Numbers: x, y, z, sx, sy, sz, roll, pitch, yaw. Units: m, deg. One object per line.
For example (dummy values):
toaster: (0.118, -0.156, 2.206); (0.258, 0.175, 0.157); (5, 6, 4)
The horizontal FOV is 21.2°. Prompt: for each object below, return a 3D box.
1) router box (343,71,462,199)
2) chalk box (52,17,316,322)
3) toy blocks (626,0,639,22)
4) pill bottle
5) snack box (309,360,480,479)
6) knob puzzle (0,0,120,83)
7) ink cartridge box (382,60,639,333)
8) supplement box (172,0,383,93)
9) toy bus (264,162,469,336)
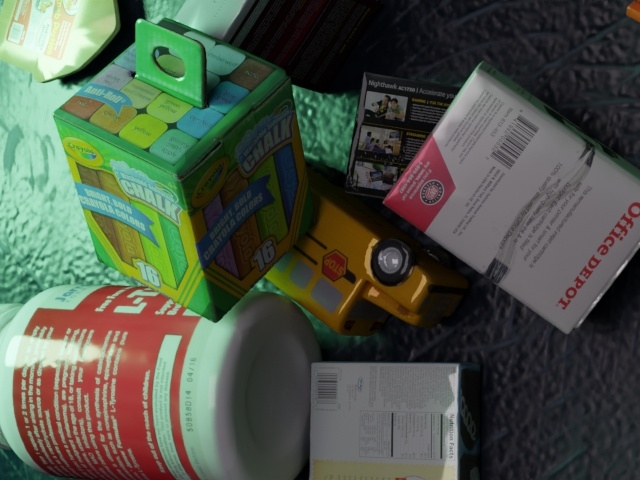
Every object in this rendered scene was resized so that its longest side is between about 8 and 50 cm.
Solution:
router box: (0.123, -0.102, 1.847); (0.178, 0.046, 0.133); (10, 90, 1)
chalk box: (-0.140, -0.094, 1.754); (0.180, 0.289, 0.179); (26, 57, 30)
toy blocks: (0.364, -0.264, 1.761); (0.148, 0.054, 0.123); (39, 104, 27)
pill bottle: (-0.220, 0.165, 1.958); (0.407, 0.229, 0.229); (1, 86, 29)
snack box: (0.080, 0.293, 1.871); (0.187, 0.060, 0.322); (-1, 85, 30)
knob puzzle: (-0.322, -0.290, 2.170); (0.213, 0.030, 0.213); (-4, 82, 32)
ink cartridge box: (0.212, -0.045, 1.755); (0.237, 0.100, 0.172); (35, 104, 2)
supplement box: (-0.044, -0.250, 1.887); (0.073, 0.239, 0.130); (42, 106, 28)
toy bus: (0.000, 0.000, 1.915); (0.332, 0.108, 0.130); (37, 103, 27)
